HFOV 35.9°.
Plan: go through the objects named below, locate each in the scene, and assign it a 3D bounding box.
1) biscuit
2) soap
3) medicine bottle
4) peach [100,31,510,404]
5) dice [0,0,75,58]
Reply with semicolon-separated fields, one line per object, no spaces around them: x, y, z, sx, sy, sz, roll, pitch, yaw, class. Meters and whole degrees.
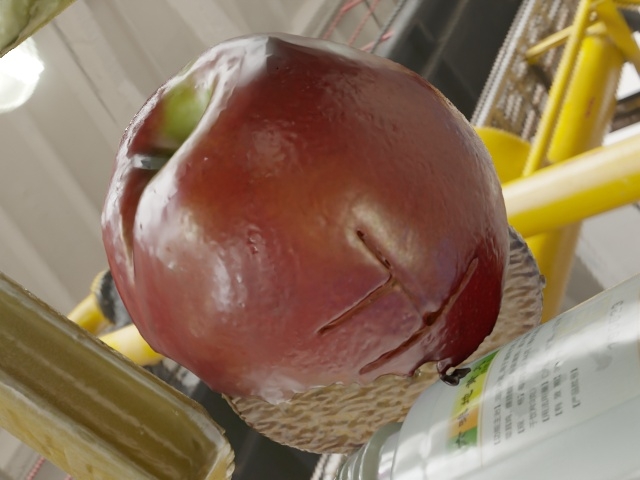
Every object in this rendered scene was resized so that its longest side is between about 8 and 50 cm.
0.052;0.081;0.878;0.305;0.305;0.038;35;-158;-32;biscuit
-0.202;0.136;0.816;0.274;0.173;0.089;31;-117;10;soap
0.152;0.131;0.638;0.124;0.324;0.179;44;-143;-16;medicine bottle
0.000;0.000;0.544;0.226;0.189;0.196;37;-130;-32;peach
-0.374;-0.299;0.997;0.233;0.238;0.227;54;-156;-20;dice
